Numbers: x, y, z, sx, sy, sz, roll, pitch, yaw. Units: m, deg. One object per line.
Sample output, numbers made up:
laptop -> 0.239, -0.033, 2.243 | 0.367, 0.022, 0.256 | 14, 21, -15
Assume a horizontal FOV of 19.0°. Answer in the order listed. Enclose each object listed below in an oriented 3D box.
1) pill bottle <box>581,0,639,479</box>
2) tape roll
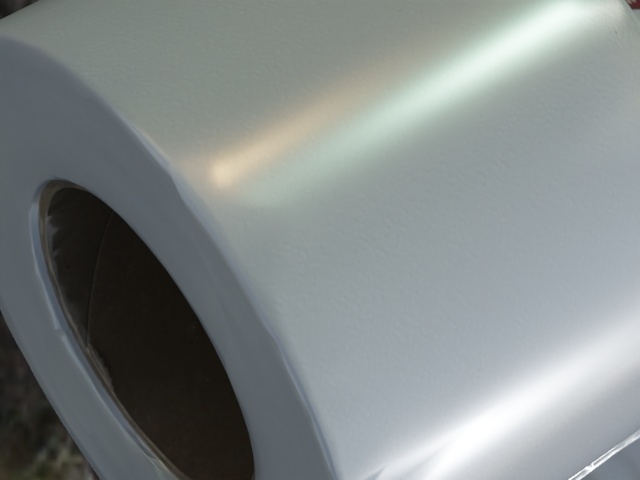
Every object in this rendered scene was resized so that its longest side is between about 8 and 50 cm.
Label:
pill bottle -> 0.116, -0.036, 0.984 | 0.224, 0.392, 0.224 | -28, 155, -15
tape roll -> 0.000, 0.000, 0.687 | 0.169, 0.246, 0.246 | -32, 129, -25
